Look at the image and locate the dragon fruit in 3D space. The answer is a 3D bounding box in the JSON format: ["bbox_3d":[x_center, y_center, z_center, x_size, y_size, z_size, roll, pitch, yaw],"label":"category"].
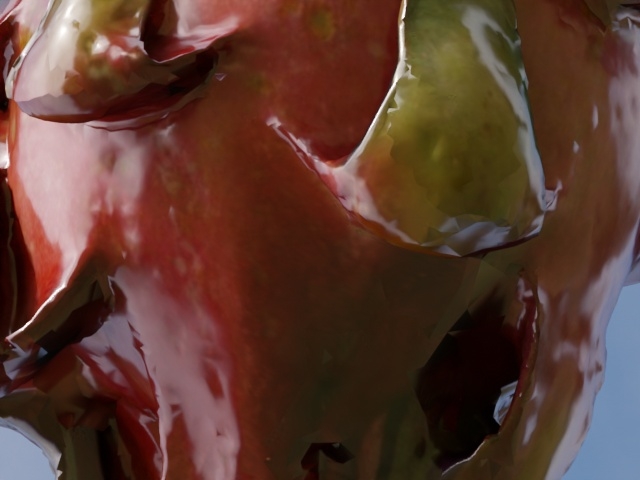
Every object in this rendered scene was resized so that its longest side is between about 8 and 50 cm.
[{"bbox_3d":[-0.003,-0.008,0.589,0.227,0.243,0.307,21,-71,-22],"label":"dragon fruit"}]
